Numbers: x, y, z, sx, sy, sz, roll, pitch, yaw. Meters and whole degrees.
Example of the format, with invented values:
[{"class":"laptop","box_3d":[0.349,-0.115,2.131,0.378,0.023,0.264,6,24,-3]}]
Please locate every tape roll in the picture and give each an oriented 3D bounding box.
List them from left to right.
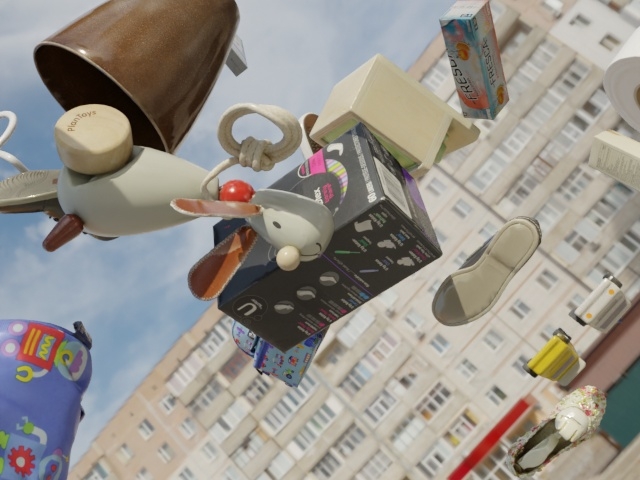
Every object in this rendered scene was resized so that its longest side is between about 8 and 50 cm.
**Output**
[{"class":"tape roll","box_3d":[0.690,-0.285,1.446,0.100,0.286,0.286,-51,-20,-9]}]

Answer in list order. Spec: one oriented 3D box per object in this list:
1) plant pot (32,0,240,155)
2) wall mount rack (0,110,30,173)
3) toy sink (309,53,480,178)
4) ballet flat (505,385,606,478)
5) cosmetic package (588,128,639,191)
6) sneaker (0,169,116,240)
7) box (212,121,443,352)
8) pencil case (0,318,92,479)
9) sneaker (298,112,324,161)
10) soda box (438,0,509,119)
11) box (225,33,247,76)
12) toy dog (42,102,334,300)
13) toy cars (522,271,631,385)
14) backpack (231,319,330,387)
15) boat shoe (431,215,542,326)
[{"class":"plant pot","box_3d":[-0.215,-0.248,1.011,0.230,0.215,0.215,-53,-17,-23]},{"class":"wall mount rack","box_3d":[-0.635,-0.064,1.312,0.350,0.304,0.130,-54,-46,-19]},{"class":"toy sink","box_3d":[0.126,-0.176,1.297,0.153,0.234,0.131,-19,42,61]},{"class":"ballet flat","box_3d":[0.450,0.375,1.450,0.241,0.091,0.077,-50,-11,18]},{"class":"cosmetic package","box_3d":[0.489,-0.126,1.213,0.041,0.115,0.060,-25,-45,-26]},{"class":"sneaker","box_3d":[-0.403,-0.046,1.196,0.222,0.083,0.118,-8,-54,-4]},{"class":"box","box_3d":[0.000,0.000,1.024,0.270,0.165,0.143,-34,-50,20]},{"class":"pencil case","box_3d":[-0.274,0.214,0.645,0.119,0.306,0.133,-27,-44,31]},{"class":"sneaker","box_3d":[0.003,-0.119,1.591,0.123,0.290,0.106,-14,16,44]},{"class":"soda box","box_3d":[0.245,-0.283,1.206,0.063,0.058,0.183,-48,-48,-31]},{"class":"box","box_3d":[-0.230,-0.471,1.748,0.038,0.186,0.145,-35,-58,11]},{"class":"toy dog","box_3d":[-0.168,-0.025,0.844,0.220,0.333,0.161,70,-149,-48]},{"class":"toy cars","box_3d":[0.487,0.179,1.421,0.176,0.087,0.394,-37,-21,-29]},{"class":"backpack","box_3d":[-0.083,0.162,1.377,0.158,0.173,0.117,-63,-3,33]},{"class":"boat shoe","box_3d":[0.238,0.044,1.079,0.206,0.075,0.065,-52,-11,30]}]
